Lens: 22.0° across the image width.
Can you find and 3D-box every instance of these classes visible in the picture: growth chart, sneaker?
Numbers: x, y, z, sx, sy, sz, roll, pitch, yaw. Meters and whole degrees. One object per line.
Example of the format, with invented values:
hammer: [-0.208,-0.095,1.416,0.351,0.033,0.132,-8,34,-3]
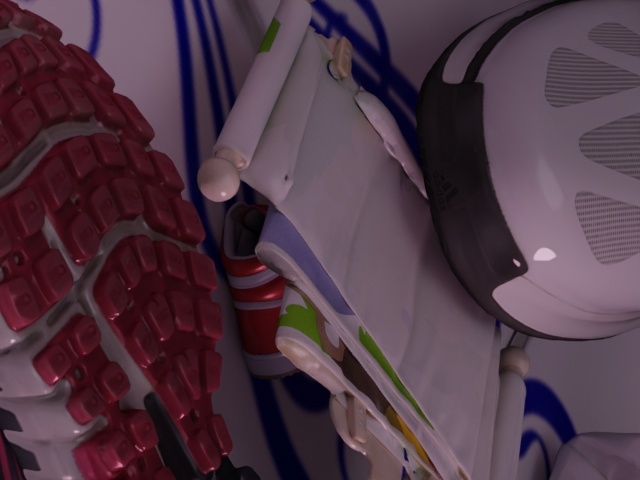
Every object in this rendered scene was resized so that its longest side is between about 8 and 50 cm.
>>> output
growth chart: [0.027,0.024,0.664,0.237,0.021,0.172,59,32,-23]
sneaker: [-0.091,0.062,0.504,0.121,0.112,0.299,-12,84,-66]
sneaker: [0.000,0.000,0.695,0.118,0.042,0.067,-45,127,-46]
sneaker: [0.262,-0.065,0.769,0.447,0.257,0.169,-7,84,-45]

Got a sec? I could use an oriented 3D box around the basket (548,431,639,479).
basket: [0.271,0.301,0.834,0.266,0.331,0.328,56,44,-46]
